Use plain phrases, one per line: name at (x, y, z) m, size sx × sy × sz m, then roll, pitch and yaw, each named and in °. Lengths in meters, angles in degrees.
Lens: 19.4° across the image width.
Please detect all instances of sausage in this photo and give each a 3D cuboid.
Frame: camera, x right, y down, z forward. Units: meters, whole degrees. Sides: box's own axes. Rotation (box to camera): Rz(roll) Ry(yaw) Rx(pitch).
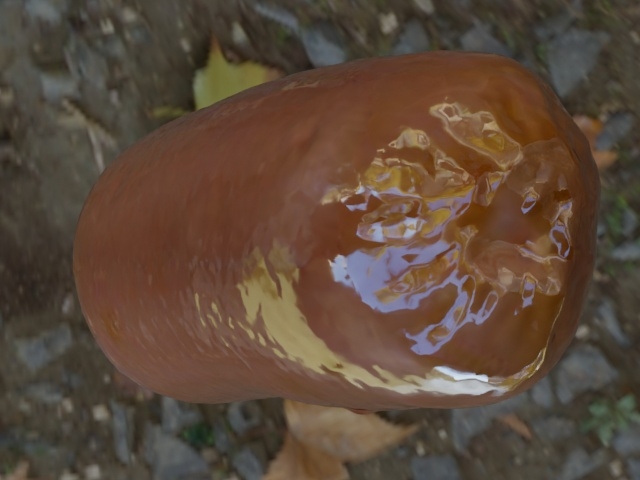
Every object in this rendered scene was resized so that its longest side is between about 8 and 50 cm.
sausage at (0.000, 0.000, 0.623) m, size 0.113 × 0.259 × 0.113 m, roll 2°, pitch 85°, yaw -26°
